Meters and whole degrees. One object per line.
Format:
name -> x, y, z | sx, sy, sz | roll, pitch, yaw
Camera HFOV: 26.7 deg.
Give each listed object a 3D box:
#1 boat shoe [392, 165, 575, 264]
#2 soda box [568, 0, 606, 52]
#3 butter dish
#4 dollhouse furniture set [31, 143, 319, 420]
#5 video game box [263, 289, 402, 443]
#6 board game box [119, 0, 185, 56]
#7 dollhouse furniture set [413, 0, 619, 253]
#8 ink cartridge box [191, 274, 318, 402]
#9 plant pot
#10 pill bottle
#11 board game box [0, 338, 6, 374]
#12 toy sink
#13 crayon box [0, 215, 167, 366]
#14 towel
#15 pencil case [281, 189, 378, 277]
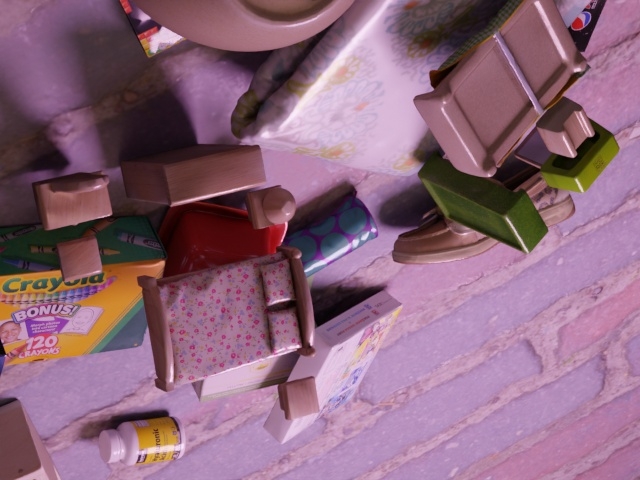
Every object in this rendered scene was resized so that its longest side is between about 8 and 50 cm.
boat shoe -> 0.223, -0.038, 1.896 | 0.285, 0.104, 0.089 | -20, 105, -21
soda box -> 0.318, -0.311, 1.662 | 0.060, 0.053, 0.169 | -9, 138, -25
butter dish -> -0.130, 0.043, 1.700 | 0.160, 0.118, 0.160 | 11, 129, -21
dollhouse furniture set -> -0.138, 0.077, 1.544 | 0.303, 0.174, 0.355 | -14, 100, -24
video game box -> 0.019, 0.184, 1.982 | 0.187, 0.048, 0.205 | -23, 147, -50
board game box -> -0.133, -0.284, 1.392 | 0.170, 0.048, 0.141 | -28, 145, -3
dollhouse furniture set -> 0.201, -0.160, 1.589 | 0.197, 0.151, 0.301 | -48, 134, -11
ink cartridge box -> -0.086, 0.122, 1.898 | 0.171, 0.056, 0.235 | -10, 141, -24
plant pot -> -0.055, -0.292, 1.249 | 0.284, 0.191, 0.284 | -10, 121, -16
pill bottle -> -0.261, 0.294, 1.969 | 0.116, 0.065, 0.065 | -3, 136, -31
board game box -> -0.442, 0.050, 1.409 | 0.165, 0.243, 0.042 | -4, 136, -32
toy sink -> -0.439, 0.356, 1.865 | 0.153, 0.131, 0.234 | -21, 143, -11
crayon box -> -0.340, 0.064, 1.631 | 0.278, 0.081, 0.165 | -6, 137, -29
towel -> 0.111, -0.229, 1.555 | 0.320, 0.090, 0.374 | 11, 130, -49
pencil case -> 0.000, 0.000, 1.801 | 0.152, 0.070, 0.064 | -29, 177, -3
